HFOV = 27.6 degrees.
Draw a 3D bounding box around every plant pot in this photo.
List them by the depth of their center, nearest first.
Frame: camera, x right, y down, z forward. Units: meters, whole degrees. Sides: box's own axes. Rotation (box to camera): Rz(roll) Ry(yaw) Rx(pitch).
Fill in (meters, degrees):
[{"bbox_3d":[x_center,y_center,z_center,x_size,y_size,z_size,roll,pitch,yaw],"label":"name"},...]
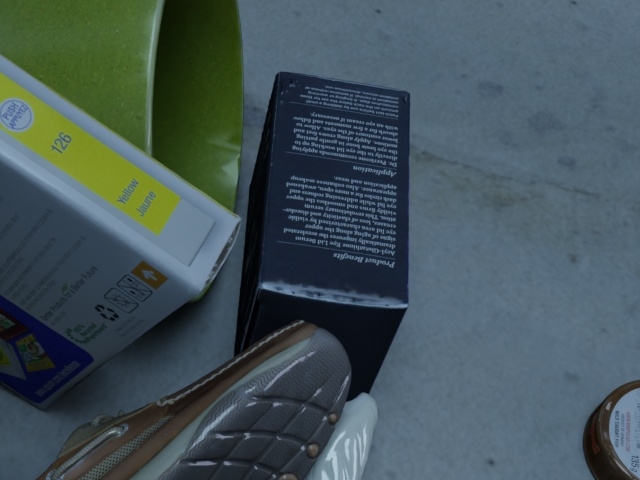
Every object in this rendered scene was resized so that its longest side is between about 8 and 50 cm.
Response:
[{"bbox_3d":[-0.229,-0.099,0.969,0.294,0.274,0.274,3,53,9],"label":"plant pot"}]

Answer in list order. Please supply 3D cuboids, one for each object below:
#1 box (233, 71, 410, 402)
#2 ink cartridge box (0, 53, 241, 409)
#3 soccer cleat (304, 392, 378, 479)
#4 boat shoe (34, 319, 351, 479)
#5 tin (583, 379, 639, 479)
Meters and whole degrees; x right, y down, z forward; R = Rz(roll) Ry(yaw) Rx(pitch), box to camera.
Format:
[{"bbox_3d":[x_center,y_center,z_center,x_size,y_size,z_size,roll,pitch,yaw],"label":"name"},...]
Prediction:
[{"bbox_3d":[0.000,0.000,0.994,0.108,0.153,0.207,8,55,-7],"label":"box"},{"bbox_3d":[-0.243,-0.028,0.813,0.307,0.304,0.072,37,59,-12],"label":"ink cartridge box"},{"bbox_3d":[0.000,0.197,0.913,0.076,0.068,0.196,30,62,4],"label":"soccer cleat"},{"bbox_3d":[-0.120,0.157,0.852,0.324,0.123,0.116,-39,48,-19],"label":"boat shoe"},{"bbox_3d":[0.301,0.169,1.012,0.190,0.040,0.106,13,58,-3],"label":"tin"}]
